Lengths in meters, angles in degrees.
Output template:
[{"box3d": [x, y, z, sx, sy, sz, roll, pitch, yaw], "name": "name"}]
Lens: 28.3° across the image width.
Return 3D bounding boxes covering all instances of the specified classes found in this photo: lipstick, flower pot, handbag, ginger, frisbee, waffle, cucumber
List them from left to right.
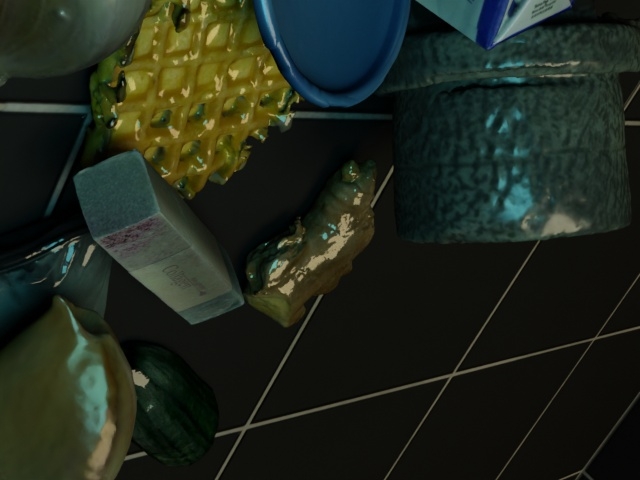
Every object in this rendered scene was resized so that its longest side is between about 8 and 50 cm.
[{"box3d": [-0.285, 0.104, 1.206, 0.191, 0.075, 0.332, -24, 148, -29], "name": "handbag"}, {"box3d": [-0.186, 0.191, 1.454, 0.115, 0.063, 0.244, -44, 150, -6], "name": "cucumber"}, {"box3d": [-0.144, 0.005, 1.191, 0.066, 0.068, 0.317, -21, 161, 3], "name": "lipstick"}, {"box3d": [-0.110, -0.138, 1.131, 0.262, 0.060, 0.280, -45, 151, -2], "name": "waffle"}, {"box3d": [0.001, 0.003, 1.452, 0.213, 0.074, 0.137, -51, 152, -3], "name": "ginger"}, {"box3d": [0.005, -0.235, 1.098, 0.242, 0.045, 0.242, -9, 101, -54], "name": "frisbee"}, {"box3d": [0.201, -0.148, 1.286, 0.299, 0.299, 0.283, -11, 96, -47], "name": "flower pot"}]

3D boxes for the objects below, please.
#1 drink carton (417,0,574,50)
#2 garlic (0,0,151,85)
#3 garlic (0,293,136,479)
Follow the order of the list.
[{"box3d": [0.052, -0.279, 0.903, 0.106, 0.315, 0.131, -29, 147, -36], "name": "drink carton"}, {"box3d": [-0.212, -0.221, 0.846, 0.237, 0.210, 0.292, 19, 122, -22], "name": "garlic"}, {"box3d": [-0.316, 0.176, 1.114, 0.338, 0.151, 0.196, -24, 115, 4], "name": "garlic"}]
